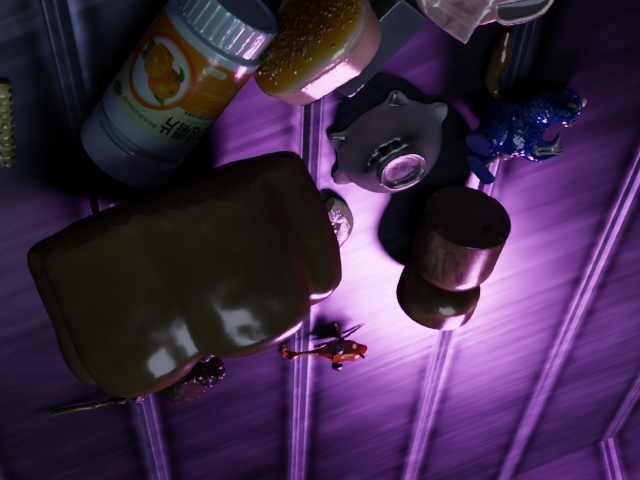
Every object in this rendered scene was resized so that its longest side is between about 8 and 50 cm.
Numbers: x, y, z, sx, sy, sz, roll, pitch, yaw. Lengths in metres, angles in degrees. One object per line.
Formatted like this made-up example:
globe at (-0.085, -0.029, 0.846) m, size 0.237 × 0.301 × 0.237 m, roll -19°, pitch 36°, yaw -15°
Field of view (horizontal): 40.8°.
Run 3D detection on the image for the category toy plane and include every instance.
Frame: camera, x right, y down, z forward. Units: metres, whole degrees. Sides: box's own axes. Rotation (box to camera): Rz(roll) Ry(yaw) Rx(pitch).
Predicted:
toy plane at (0.013, 0.252, 2.001) m, size 0.194 × 0.077 × 0.126 m, roll 11°, pitch 123°, yaw -22°

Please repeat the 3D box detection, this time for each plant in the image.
plant at (-0.275, 0.248, 1.810) m, size 0.142 × 0.131 × 0.203 m, roll 8°, pitch 142°, yaw -30°

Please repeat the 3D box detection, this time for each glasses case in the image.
glasses case at (0.081, -0.317, 1.392) m, size 0.184 × 0.039 × 0.078 m, roll -42°, pitch 137°, yaw 24°

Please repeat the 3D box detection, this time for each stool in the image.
stool at (0.271, 0.039, 1.782) m, size 0.179 × 0.179 × 0.264 m, roll -7°, pitch 140°, yaw -18°

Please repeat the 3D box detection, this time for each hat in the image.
hat at (0.249, -0.418, 1.279) m, size 0.226 × 0.164 × 0.219 m, roll -34°, pitch 158°, yaw 2°

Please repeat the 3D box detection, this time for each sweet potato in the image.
sweet potato at (0.312, -0.304, 1.518) m, size 0.041 × 0.038 × 0.153 m, roll 4°, pitch 142°, yaw 4°

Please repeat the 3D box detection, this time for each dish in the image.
dish at (0.129, -0.154, 1.567) m, size 0.228 × 0.086 × 0.236 m, roll 13°, pitch 130°, yaw -35°

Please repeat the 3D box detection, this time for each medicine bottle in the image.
medicine bottle at (-0.206, -0.235, 1.261) m, size 0.158 × 0.158 × 0.318 m, roll 19°, pitch 126°, yaw -39°

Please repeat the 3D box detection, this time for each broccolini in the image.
broccolini at (-0.497, 0.364, 1.928) m, size 0.218 × 0.042 × 0.044 m, roll -11°, pitch 142°, yaw -4°

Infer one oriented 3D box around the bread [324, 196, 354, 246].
bread at (0.005, -0.001, 1.728) m, size 0.112 × 0.036 × 0.193 m, roll 21°, pitch 125°, yaw -42°

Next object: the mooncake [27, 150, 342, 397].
mooncake at (-0.206, 0.039, 1.341) m, size 0.467 × 0.467 × 0.262 m, roll -22°, pitch 100°, yaw 1°

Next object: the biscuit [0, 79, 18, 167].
biscuit at (-0.536, -0.161, 1.306) m, size 0.144 × 0.016 × 0.203 m, roll -5°, pitch 137°, yaw -20°

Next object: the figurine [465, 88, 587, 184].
figurine at (0.378, -0.216, 1.600) m, size 0.262 × 0.120 × 0.164 m, roll -23°, pitch 152°, yaw -27°

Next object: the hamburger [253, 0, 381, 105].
hamburger at (-0.010, -0.296, 1.272) m, size 0.210 × 0.173 × 0.116 m, roll -27°, pitch 131°, yaw 25°
